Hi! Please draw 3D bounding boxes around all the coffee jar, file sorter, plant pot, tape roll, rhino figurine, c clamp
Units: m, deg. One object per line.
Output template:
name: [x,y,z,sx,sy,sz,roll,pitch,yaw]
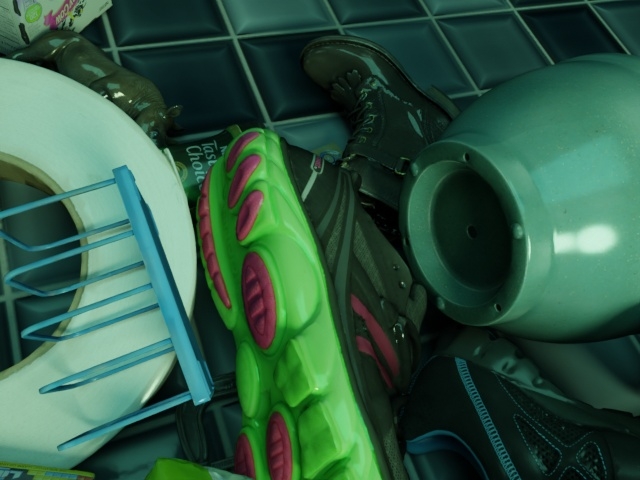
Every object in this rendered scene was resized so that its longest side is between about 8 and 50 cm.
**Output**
coffee jar: [-0.134,-0.067,0.639,0.185,0.079,0.096,-19,72,-16]
file sorter: [-0.157,0.054,0.430,0.105,0.118,0.170,-21,82,-12]
plant pot: [0.203,-0.024,0.562,0.197,0.293,0.292,-14,64,-27]
tape roll: [-0.304,0.026,0.501,0.393,0.072,0.391,3,76,-12]
rhino figurine: [-0.252,-0.168,0.686,0.243,0.073,0.106,34,62,6]
c clamp: [-0.070,0.188,0.551,0.161,0.022,0.137,-16,60,-19]

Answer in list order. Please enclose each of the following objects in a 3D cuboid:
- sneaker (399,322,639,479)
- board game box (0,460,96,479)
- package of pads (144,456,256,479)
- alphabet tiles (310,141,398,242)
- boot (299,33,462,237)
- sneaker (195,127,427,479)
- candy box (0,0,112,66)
sneaker: [0.227,0.210,0.514,0.341,0.125,0.139,24,62,37]
board game box: [-0.264,0.230,0.411,0.171,0.048,0.140,11,100,-12]
package of pads: [-0.070,0.307,0.303,0.101,0.229,0.296,27,8,-36]
alphabet tiles: [0.000,0.000,0.682,0.198,0.009,0.237,-25,69,-25]
boot: [0.054,-0.131,0.718,0.263,0.091,0.228,29,55,2]
sneaker: [0.028,0.113,0.499,0.203,0.185,0.482,3,65,-34]
candy box: [-0.338,-0.336,0.691,0.070,0.196,0.164,27,58,4]
